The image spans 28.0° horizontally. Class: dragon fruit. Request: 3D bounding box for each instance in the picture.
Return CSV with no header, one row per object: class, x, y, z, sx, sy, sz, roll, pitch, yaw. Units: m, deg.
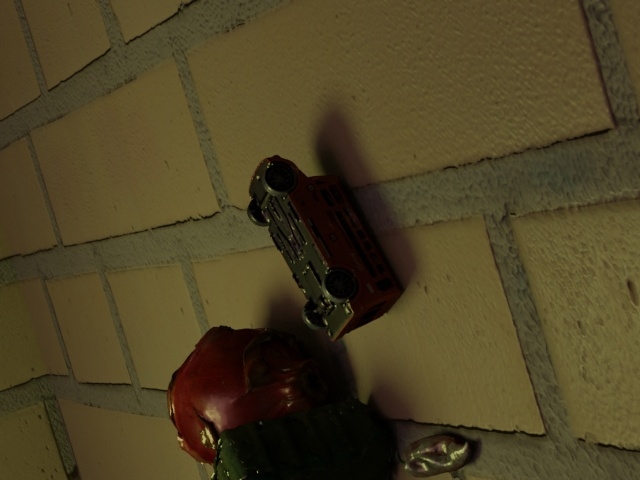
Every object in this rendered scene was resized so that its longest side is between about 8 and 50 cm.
dragon fruit,-0.115,0.251,1.994,0.315,0.250,0.250,13,119,41

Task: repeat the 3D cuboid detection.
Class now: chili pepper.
chili pepper,0.155,0.284,1.698,0.153,0.041,0.050,-26,103,47

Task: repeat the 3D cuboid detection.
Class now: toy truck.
toy truck,0.000,0.000,1.734,0.253,0.114,0.107,61,153,17

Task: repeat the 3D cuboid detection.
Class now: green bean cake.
green bean cake,-0.028,0.359,1.861,0.132,0.255,0.241,-126,30,-45
